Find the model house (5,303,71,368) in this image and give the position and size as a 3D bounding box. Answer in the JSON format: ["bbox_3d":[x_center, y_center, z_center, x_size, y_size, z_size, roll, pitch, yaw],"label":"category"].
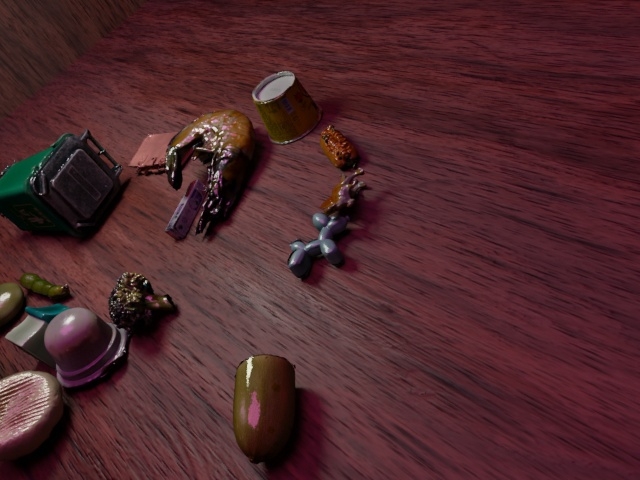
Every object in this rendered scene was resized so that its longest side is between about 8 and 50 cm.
[{"bbox_3d":[-0.696,0.229,1.661,0.100,0.127,0.149,12,60,41],"label":"model house"}]

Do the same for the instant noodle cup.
[{"bbox_3d":[-0.105,-0.393,1.889,0.182,0.144,0.182,-19,41,17],"label":"instant noodle cup"}]

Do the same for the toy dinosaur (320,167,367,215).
[{"bbox_3d":[0.047,-0.105,1.546,0.142,0.057,0.212,-41,9,-10],"label":"toy dinosaur"}]

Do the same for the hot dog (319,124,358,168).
[{"bbox_3d":[0.043,-0.245,1.705,0.072,0.055,0.188,-32,38,0],"label":"hot dog"}]

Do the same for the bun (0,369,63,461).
[{"bbox_3d":[-0.682,0.406,1.481,0.223,0.127,0.222,-1,40,1],"label":"bun"}]

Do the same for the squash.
[{"bbox_3d":[-0.106,0.312,1.178,0.123,0.123,0.186,-19,40,17],"label":"squash"}]

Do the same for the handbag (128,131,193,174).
[{"bbox_3d":[-0.515,-0.286,2.128,0.213,0.059,0.157,0,49,33],"label":"handbag"}]

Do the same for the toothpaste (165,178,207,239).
[{"bbox_3d":[-0.376,-0.088,1.841,0.040,0.047,0.196,-20,39,39],"label":"toothpaste"}]

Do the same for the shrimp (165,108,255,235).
[{"bbox_3d":[-0.329,-0.203,1.839,0.272,0.085,0.444,-2,58,10],"label":"shrimp"}]

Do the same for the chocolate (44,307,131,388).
[{"bbox_3d":[-0.576,0.241,1.553,0.221,0.147,0.221,-15,44,15],"label":"chocolate"}]

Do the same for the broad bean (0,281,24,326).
[{"bbox_3d":[-0.994,0.208,1.916,0.263,0.121,0.189,-13,35,1],"label":"broad bean"}]

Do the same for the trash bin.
[{"bbox_3d":[-0.867,-0.177,2.106,0.381,0.259,0.295,-4,47,35],"label":"trash bin"}]

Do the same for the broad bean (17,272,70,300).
[{"bbox_3d":[-0.806,0.135,1.895,0.256,0.052,0.052,8,17,39],"label":"broad bean"}]

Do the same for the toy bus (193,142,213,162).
[{"bbox_3d":[-0.304,-0.314,1.999,0.191,0.075,0.064,-26,40,8],"label":"toy bus"}]

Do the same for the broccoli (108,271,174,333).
[{"bbox_3d":[-0.436,0.149,1.582,0.160,0.167,0.154,-3,76,-4],"label":"broccoli"}]

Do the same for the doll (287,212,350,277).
[{"bbox_3d":[0.000,0.000,1.476,0.159,0.059,0.158,-25,40,13],"label":"doll"}]
